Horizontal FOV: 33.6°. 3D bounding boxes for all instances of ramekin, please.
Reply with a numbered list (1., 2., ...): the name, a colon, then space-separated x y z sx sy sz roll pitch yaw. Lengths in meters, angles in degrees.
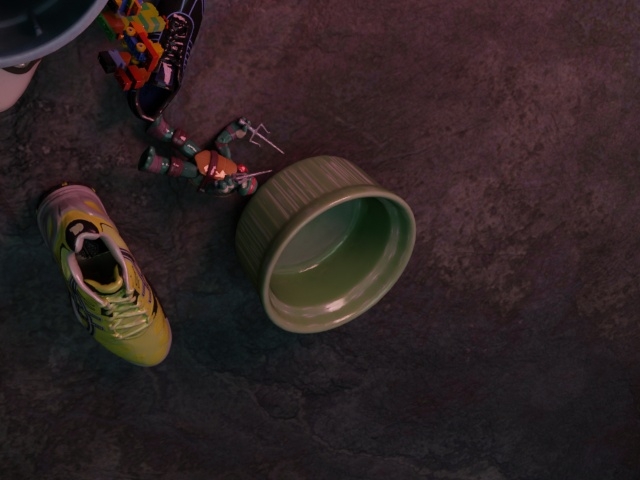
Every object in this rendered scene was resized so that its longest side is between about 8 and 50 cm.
1. ramekin: 0.000 0.000 1.832 0.303 0.148 0.303 -22 137 -22

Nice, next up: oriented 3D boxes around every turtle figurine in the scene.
1. turtle figurine: -0.174 -0.125 1.726 0.234 0.175 0.118 18 129 -22

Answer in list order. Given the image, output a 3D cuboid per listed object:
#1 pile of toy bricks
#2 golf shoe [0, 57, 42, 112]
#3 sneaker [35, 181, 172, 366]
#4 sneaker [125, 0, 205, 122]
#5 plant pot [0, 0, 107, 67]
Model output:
1. pile of toy bricks: -0.275 -0.324 1.557 0.105 0.212 0.118 -18 156 -37
2. golf shoe: -0.438 -0.295 1.526 0.105 0.120 0.272 16 113 -31
3. sneaker: -0.358 0.088 1.772 0.145 0.147 0.384 -30 127 -6
4. sneaker: -0.232 -0.290 1.631 0.081 0.090 0.232 14 113 -29
5. plant pot: -0.440 -0.431 1.308 0.341 0.334 0.341 -11 123 -17
